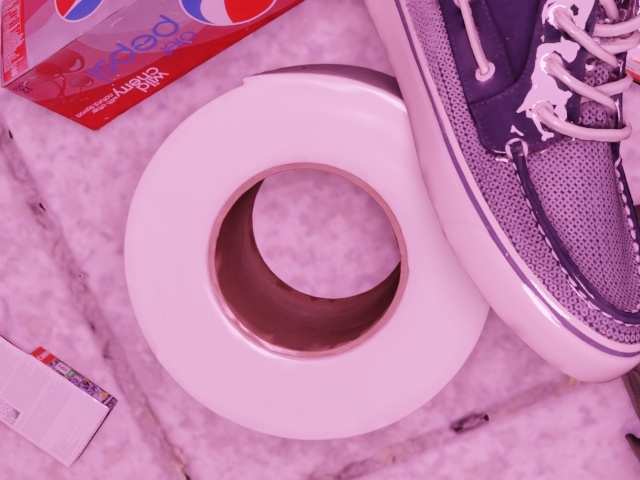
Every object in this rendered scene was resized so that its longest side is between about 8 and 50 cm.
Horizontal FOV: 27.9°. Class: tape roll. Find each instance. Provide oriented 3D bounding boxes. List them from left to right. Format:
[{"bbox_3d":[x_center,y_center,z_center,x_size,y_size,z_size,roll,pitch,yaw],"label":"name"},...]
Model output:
[{"bbox_3d":[0.000,0.000,0.908,0.246,0.169,0.246,1,99,6],"label":"tape roll"}]

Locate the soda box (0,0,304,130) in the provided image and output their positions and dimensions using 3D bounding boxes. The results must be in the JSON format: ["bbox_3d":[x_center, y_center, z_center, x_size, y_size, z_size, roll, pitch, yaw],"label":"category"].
[{"bbox_3d":[-0.099,-0.177,0.873,0.263,0.092,0.083,-26,59,30],"label":"soda box"}]

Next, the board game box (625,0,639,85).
[{"bbox_3d":[0.205,-0.201,0.912,0.170,0.048,0.141,28,100,1],"label":"board game box"}]

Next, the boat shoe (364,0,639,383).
[{"bbox_3d":[0.138,-0.098,0.758,0.158,0.127,0.340,-43,60,39],"label":"boat shoe"}]

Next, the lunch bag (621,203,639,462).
[{"bbox_3d":[0.295,0.111,0.862,0.169,0.235,0.287,-16,97,3],"label":"lunch bag"}]

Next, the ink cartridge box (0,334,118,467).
[{"bbox_3d":[-0.227,0.122,1.026,0.115,0.029,0.063,35,102,0],"label":"ink cartridge box"}]
